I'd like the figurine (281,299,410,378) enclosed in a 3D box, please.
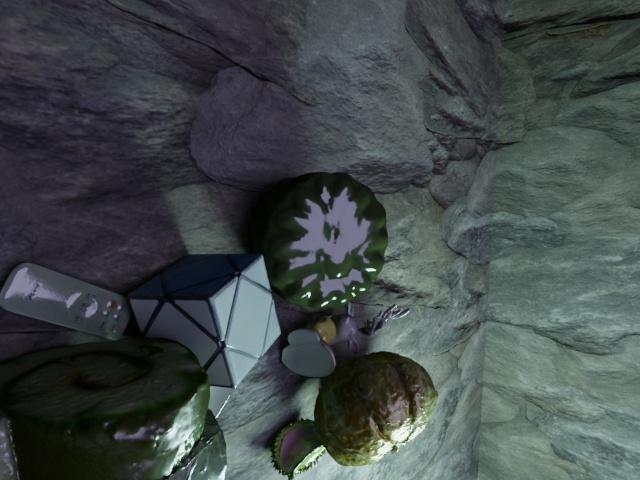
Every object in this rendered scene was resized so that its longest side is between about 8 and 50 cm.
[{"bbox_3d":[0.076,0.247,1.274,0.316,0.206,0.284,-30,158,-51],"label":"figurine"}]

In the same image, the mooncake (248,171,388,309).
[{"bbox_3d":[0.000,0.000,1.129,0.356,0.194,0.356,-2,95,-25],"label":"mooncake"}]

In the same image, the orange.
[{"bbox_3d":[0.131,0.452,1.241,0.369,0.271,0.210,-34,134,5],"label":"orange"}]

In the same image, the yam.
[{"bbox_3d":[-0.342,0.418,0.867,0.271,0.202,0.201,16,60,-48],"label":"yam"}]

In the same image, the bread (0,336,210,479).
[{"bbox_3d":[-0.367,0.260,0.669,0.382,0.366,0.129,-18,109,-61],"label":"bread"}]

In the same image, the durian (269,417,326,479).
[{"bbox_3d":[-0.071,0.609,1.273,0.221,0.137,0.095,-12,136,-56],"label":"durian"}]

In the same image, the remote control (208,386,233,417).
[{"bbox_3d":[-0.252,0.370,1.087,0.245,0.022,0.077,-59,136,-27],"label":"remote control"}]

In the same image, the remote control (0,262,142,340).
[{"bbox_3d":[-0.434,0.130,0.831,0.309,0.038,0.090,38,66,-46],"label":"remote control"}]

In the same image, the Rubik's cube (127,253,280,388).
[{"bbox_3d":[-0.229,0.156,0.913,0.205,0.205,0.207,-43,126,-60],"label":"Rubik's cube"}]
